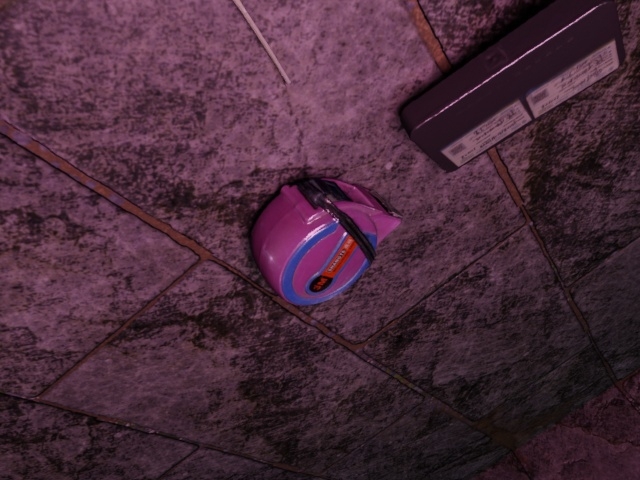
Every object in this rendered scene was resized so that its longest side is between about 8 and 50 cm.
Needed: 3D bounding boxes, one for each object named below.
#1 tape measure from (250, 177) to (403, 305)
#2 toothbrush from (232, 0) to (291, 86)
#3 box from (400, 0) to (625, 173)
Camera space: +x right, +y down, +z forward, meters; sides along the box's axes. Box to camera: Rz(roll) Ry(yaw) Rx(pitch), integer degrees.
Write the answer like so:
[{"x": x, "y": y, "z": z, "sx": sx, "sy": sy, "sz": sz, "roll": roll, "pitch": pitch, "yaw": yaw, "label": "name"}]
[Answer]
[{"x": 0.000, "y": 0.000, "z": 1.024, "sx": 0.245, "sy": 0.149, "sz": 0.231, "roll": 16, "pitch": 119, "yaw": -47, "label": "tape measure"}, {"x": -0.106, "y": -0.312, "z": 0.738, "sx": 0.028, "sy": 0.026, "sz": 0.294, "roll": -31, "pitch": 139, "yaw": 1, "label": "toothbrush"}, {"x": 0.318, "y": -0.252, "z": 0.942, "sx": 0.350, "sy": 0.058, "sz": 0.211, "roll": -33, "pitch": 152, "yaw": 21, "label": "box"}]
